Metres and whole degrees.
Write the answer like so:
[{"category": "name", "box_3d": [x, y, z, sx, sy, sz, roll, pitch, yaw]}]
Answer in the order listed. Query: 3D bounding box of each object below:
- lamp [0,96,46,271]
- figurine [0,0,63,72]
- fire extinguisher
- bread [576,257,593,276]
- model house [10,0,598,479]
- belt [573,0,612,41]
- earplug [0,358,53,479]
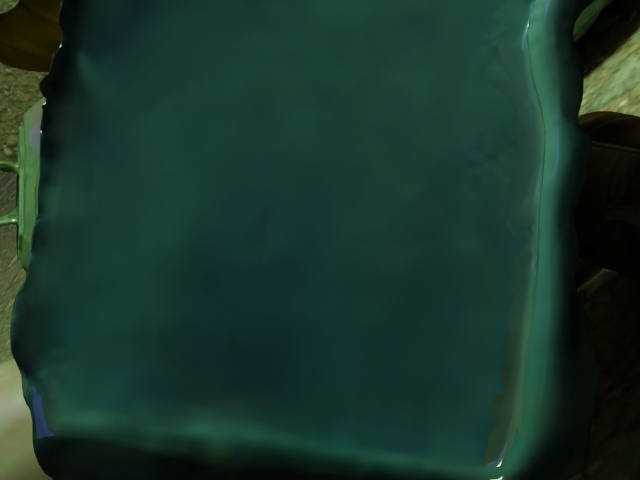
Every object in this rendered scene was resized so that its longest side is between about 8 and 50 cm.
[{"category": "lamp", "box_3d": [-0.196, -0.035, 1.529, 0.247, 0.247, 0.301, -3, 5, -12]}, {"category": "figurine", "box_3d": [-0.188, -0.248, 1.789, 0.401, 0.387, 0.268, -23, 28, 52]}, {"category": "fire extinguisher", "box_3d": [0.149, -0.004, 0.760, 0.106, 0.075, 0.252, -18, 12, -9]}, {"category": "bread", "box_3d": [0.138, -0.015, 0.951, 0.110, 0.024, 0.110, -42, 15, 13]}, {"category": "model house", "box_3d": [0.000, 0.000, 0.786, 0.303, 0.215, 0.237, 78, -163, -82]}, {"category": "belt", "box_3d": [0.138, -0.210, 1.238, 0.207, 0.150, 0.257, -42, 11, 51]}, {"category": "earplug", "box_3d": [-0.223, 0.164, 1.244, 0.301, 0.172, 0.172, -31, 20, 29]}]
